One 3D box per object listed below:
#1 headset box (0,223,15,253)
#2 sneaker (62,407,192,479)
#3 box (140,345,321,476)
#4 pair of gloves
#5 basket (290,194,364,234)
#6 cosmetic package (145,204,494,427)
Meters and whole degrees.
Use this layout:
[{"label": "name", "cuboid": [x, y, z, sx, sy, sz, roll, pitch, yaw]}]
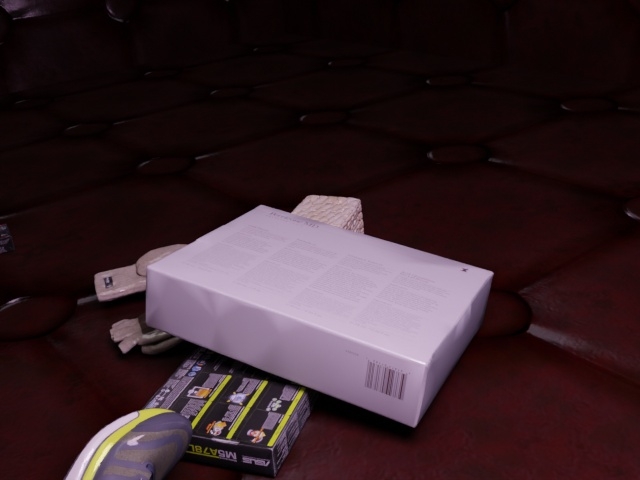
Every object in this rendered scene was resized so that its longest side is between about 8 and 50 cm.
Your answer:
[{"label": "headset box", "cuboid": [-0.634, -0.001, 1.453, 0.062, 0.032, 0.083, -17, 26, -24]}, {"label": "sneaker", "cuboid": [-0.196, 0.281, 0.701, 0.121, 0.111, 0.300, 12, 37, 20]}, {"label": "box", "cuboid": [-0.105, 0.196, 0.914, 0.184, 0.045, 0.190, 6, 26, 17]}, {"label": "pair of gloves", "cuboid": [-0.232, 0.085, 1.147, 0.204, 0.042, 0.240, -23, 34, -16]}, {"label": "basket", "cuboid": [0.000, 0.000, 1.238, 0.113, 0.103, 0.167, 5, 26, 20]}, {"label": "cosmetic package", "cuboid": [0.006, 0.076, 0.993, 0.377, 0.097, 0.284, 17, 28, 22]}]
